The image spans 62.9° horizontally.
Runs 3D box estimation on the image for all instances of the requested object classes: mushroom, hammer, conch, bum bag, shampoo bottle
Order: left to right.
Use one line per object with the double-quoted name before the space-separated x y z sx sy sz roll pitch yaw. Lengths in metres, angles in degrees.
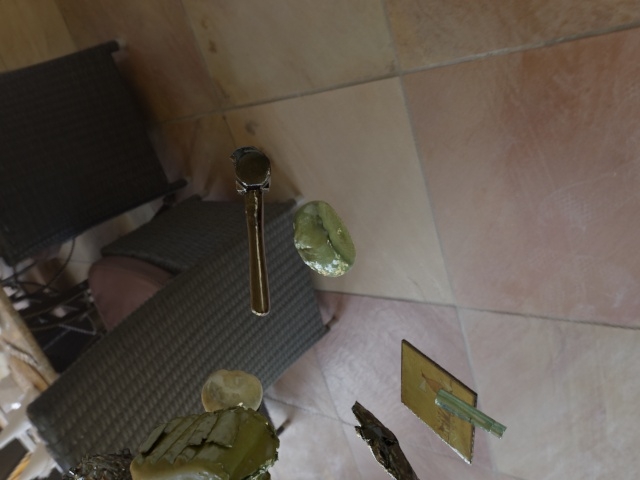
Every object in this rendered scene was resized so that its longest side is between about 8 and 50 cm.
"conch" -0.661 0.782 1.639 0.312 0.186 0.241 -6 100 12
"mushroom" -0.223 0.393 1.322 0.154 0.154 0.123 31 135 21
"hammer" -0.166 -0.012 1.303 0.242 0.095 0.409 174 94 -84
"bum bag" 0.145 0.467 1.190 0.248 0.069 0.102 46 166 35
"shampoo bottle" 0.398 0.461 1.391 0.190 0.041 0.069 24 140 31

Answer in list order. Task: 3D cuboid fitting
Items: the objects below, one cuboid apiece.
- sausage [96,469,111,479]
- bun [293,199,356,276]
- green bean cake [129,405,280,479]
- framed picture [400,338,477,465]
"sausage" -0.527 0.720 1.260 0.112 0.112 0.329 -11 79 46
"bun" 0.000 0.000 1.280 0.118 0.195 0.196 -27 102 18
"green bean cake" -0.176 0.470 1.031 0.284 0.202 0.310 -18 109 32
"framed picture" 0.354 0.488 1.617 0.338 0.014 0.256 33 131 55
